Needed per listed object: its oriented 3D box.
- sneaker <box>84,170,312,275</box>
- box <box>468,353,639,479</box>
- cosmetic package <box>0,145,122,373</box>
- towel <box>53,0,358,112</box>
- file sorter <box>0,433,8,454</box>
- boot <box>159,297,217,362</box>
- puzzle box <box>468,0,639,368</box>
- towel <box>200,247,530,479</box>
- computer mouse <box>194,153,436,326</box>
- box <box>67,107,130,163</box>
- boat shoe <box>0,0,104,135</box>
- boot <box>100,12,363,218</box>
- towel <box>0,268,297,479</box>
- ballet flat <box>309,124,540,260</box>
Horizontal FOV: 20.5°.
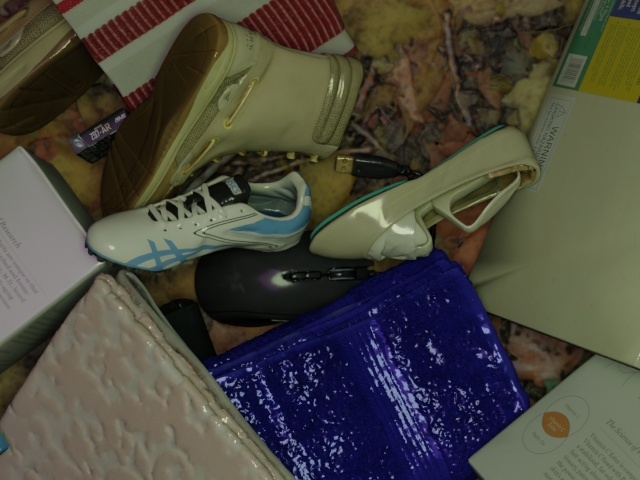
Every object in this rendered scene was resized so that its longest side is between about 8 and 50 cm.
[{"bbox_3d":[-0.118,-0.024,1.731,0.237,0.085,0.086,-10,129,-27],"label":"sneaker"},{"bbox_3d":[0.353,0.201,1.677,0.345,0.215,0.168,-39,129,-2],"label":"box"},{"bbox_3d":[-0.315,0.024,1.795,0.183,0.151,0.151,-38,84,0],"label":"cosmetic package"},{"bbox_3d":[-0.127,-0.244,1.756,0.237,0.329,0.037,-33,41,1],"label":"towel"},{"bbox_3d":[-0.421,0.178,1.789,0.118,0.104,0.170,-38,82,43],"label":"file sorter"},{"bbox_3d":[-0.100,0.152,1.801,0.246,0.094,0.207,-21,87,5],"label":"boot"},{"bbox_3d":[0.308,-0.090,1.719,0.052,0.272,0.409,24,88,-34],"label":"puzzle box"},{"bbox_3d":[0.042,0.160,1.725,0.308,0.076,0.228,-25,78,-14],"label":"towel"},{"bbox_3d":[0.000,0.000,1.823,0.262,0.060,0.184,2,87,3],"label":"computer mouse"},{"bbox_3d":[-0.220,-0.107,1.832,0.067,0.083,0.018,-31,84,2],"label":"box"},{"bbox_3d":[-0.225,-0.254,1.823,0.341,0.121,0.110,-37,64,0],"label":"boat shoe"},{"bbox_3d":[-0.091,-0.101,1.794,0.262,0.203,0.095,-57,44,28],"label":"boot"},{"bbox_3d":[-0.174,0.242,1.719,0.332,0.053,0.317,49,126,18],"label":"towel"},{"bbox_3d":[0.110,-0.031,1.762,0.248,0.086,0.086,-30,85,-7],"label":"ballet flat"}]
